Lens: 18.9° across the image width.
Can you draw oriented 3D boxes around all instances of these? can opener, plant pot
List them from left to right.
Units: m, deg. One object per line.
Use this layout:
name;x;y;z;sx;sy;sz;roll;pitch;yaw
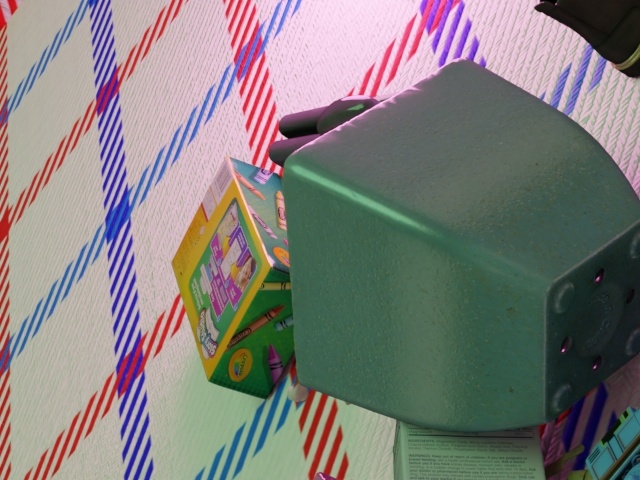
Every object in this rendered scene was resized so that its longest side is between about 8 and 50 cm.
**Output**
can opener;0.009;-0.140;2.284;0.283;0.095;0.076;-5;61;59
plant pot;0.147;0.023;1.680;0.252;0.247;0.248;25;43;37

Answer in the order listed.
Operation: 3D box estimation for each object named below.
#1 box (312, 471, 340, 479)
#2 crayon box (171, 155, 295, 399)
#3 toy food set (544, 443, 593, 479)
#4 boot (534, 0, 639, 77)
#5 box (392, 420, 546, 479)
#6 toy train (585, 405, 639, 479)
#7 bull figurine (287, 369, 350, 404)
box;0.021;0.375;1.778;0.243;0.117;0.213;-61;27;5
crayon box;-0.089;0.040;2.288;0.165;0.081;0.278;-61;26;21
toy food set;0.220;0.241;1.658;0.078;0.019;0.122;-41;36;36
boot;0.287;-0.276;1.875;0.077;0.137;0.198;-21;47;52
box;0.130;0.207;1.703;0.137;0.126;0.072;-90;2;-51
toy train;0.294;0.155;1.545;0.184;0.080;0.105;-54;22;17
bull figurine;0.068;0.040;1.941;0.310;0.101;0.188;-48;-20;-44
